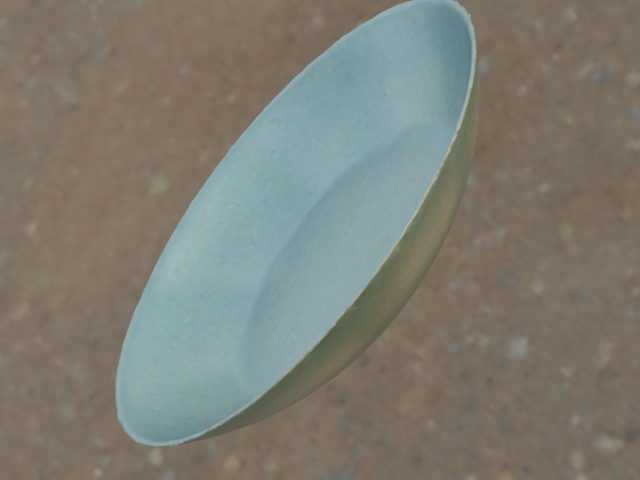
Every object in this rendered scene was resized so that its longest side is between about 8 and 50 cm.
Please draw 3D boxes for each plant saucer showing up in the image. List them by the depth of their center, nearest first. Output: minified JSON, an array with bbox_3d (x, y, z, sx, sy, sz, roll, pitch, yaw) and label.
[{"bbox_3d":[0.000,0.000,0.698,0.195,0.037,0.195,-44,23,24],"label":"plant saucer"}]
